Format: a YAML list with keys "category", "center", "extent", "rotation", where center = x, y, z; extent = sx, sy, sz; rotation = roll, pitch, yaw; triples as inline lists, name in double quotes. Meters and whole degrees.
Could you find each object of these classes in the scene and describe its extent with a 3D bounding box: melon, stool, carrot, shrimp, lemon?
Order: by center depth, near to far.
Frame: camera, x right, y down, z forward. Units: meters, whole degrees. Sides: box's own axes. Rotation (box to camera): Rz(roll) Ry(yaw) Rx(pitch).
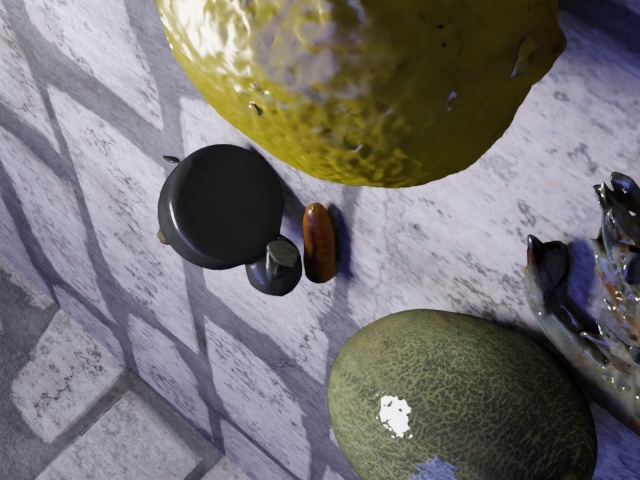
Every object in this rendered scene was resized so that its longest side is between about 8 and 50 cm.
- category: "lemon"
  center: [0.018, -0.176, 0.656]
  extent: [0.321, 0.268, 0.268]
  rotation: [35, 153, 31]
- category: "shrimp"
  center: [0.275, 0.074, 0.854]
  extent: [0.247, 0.085, 0.360]
  rotation: [30, 155, 45]
- category: "melon"
  center: [0.147, 0.201, 1.038]
  extent: [0.329, 0.248, 0.249]
  rotation: [21, 145, 48]
- category: "carrot"
  center: [0.000, 0.000, 1.199]
  extent: [0.048, 0.048, 0.139]
  rotation: [34, 151, 24]
- category: "stool"
  center: [-0.129, -0.016, 1.227]
  extent: [0.228, 0.153, 0.139]
  rotation: [66, 155, 2]
